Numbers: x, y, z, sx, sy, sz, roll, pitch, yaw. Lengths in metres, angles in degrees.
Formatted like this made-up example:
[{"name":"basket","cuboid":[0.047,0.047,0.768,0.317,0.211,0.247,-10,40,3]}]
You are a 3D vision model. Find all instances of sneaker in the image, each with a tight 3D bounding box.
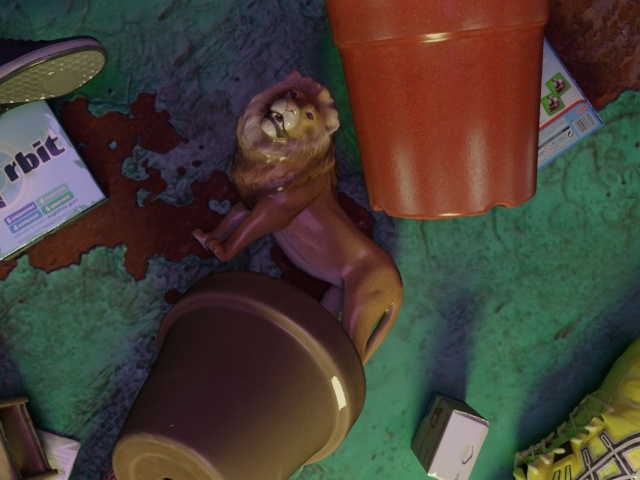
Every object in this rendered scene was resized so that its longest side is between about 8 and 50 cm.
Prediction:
[{"name":"sneaker","cuboid":[-0.383,-0.245,0.954,0.226,0.086,0.163,-19,70,1]},{"name":"sneaker","cuboid":[0.342,0.292,1.008,0.147,0.145,0.384,27,87,-4]}]

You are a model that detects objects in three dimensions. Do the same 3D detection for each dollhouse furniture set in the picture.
[{"name":"dollhouse furniture set","cuboid":[-0.417,0.312,0.964,0.161,0.101,0.182,-28,79,9]}]

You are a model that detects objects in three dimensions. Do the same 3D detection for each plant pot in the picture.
[{"name":"plant pot","cuboid":[0.143,-0.175,0.913,0.272,0.272,0.265,-8,105,-4]},{"name":"plant pot","cuboid":[-0.107,0.202,0.878,0.263,0.229,0.263,12,124,19]}]

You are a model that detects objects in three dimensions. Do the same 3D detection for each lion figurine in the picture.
[{"name":"lion figurine","cuboid":[0.000,0.000,1.001,0.240,0.142,0.392,-40,107,-11]}]

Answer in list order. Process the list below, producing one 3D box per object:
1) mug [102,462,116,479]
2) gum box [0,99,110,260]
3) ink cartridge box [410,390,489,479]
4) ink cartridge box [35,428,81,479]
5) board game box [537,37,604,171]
[{"name":"mug","cuboid":[-0.216,0.335,0.984,0.150,0.113,0.169,34,91,-2]},{"name":"gum box","cuboid":[-0.388,-0.092,1.002,0.157,0.041,0.184,-32,93,-5]},{"name":"ink cartridge box","cuboid":[0.164,0.252,1.003,0.052,0.122,0.088,22,88,-4]},{"name":"ink cartridge box","cuboid":[-0.434,0.352,1.006,0.189,0.066,0.232,18,68,-4]},{"name":"board game box","cuboid":[0.254,-0.196,1.050,0.160,0.039,0.211,-35,93,-2]}]
